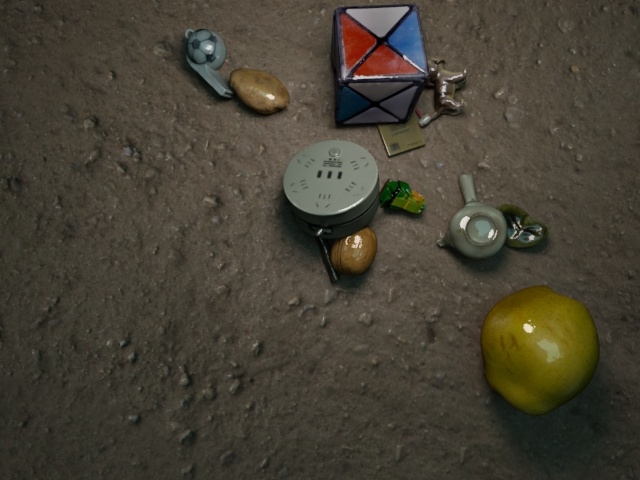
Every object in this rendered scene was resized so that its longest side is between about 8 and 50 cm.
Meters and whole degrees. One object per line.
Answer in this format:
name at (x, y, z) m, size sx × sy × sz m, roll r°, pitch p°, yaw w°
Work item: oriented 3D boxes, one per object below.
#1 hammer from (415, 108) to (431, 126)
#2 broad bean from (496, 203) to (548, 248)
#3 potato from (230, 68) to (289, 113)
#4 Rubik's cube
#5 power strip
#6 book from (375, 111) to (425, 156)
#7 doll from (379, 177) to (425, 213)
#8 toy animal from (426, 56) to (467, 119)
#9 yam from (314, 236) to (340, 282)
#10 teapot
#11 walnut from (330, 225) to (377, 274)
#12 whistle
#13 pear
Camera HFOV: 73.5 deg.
hammer at (0.397, -0.489, 1.689) m, size 0.052 × 0.031 × 0.083 m, roll -38°, pitch 60°, yaw 15°
broad bean at (0.755, -0.050, 1.645) m, size 0.206 × 0.072 × 0.153 m, roll 28°, pitch 81°, yaw 13°
potato at (-0.233, -0.563, 1.632) m, size 0.234 × 0.128 × 0.161 m, roll 10°, pitch 61°, yaw -14°
Rubik's cube at (0.192, -0.616, 1.549) m, size 0.306 × 0.310 × 0.305 m, roll -5°, pitch 79°, yaw -2°
power strip at (0.040, -0.176, 1.512) m, size 0.357 × 0.161 × 0.358 m, roll -5°, pitch 58°, yaw 8°
book at (0.300, -0.458, 1.690) m, size 0.161 × 0.026 × 0.231 m, roll -18°, pitch 85°, yaw -5°
doll at (0.305, -0.159, 1.610) m, size 0.186 × 0.106 × 0.134 m, roll 13°, pitch 42°, yaw -15°
toy animal at (0.485, -0.598, 1.672) m, size 0.168 × 0.121 × 0.233 m, roll -7°, pitch 93°, yaw 14°
yam at (0.000, 0.000, 1.619) m, size 0.045 × 0.045 × 0.327 m, roll -24°, pitch 85°, yaw 26°
teapot at (0.588, -0.085, 1.595) m, size 0.219 × 0.149 × 0.318 m, roll 20°, pitch 84°, yaw 7°
walnut at (0.122, 0.031, 1.561) m, size 0.165 × 0.165 × 0.197 m, roll 22°, pitch 86°, yaw 1°
whistle at (-0.409, -0.696, 1.631) m, size 0.163 × 0.163 × 0.290 m, roll -45°, pitch 88°, yaw -6°
pear at (0.728, 0.363, 1.454) m, size 0.362 × 0.362 × 0.419 m, roll 23°, pitch 88°, yaw 1°
